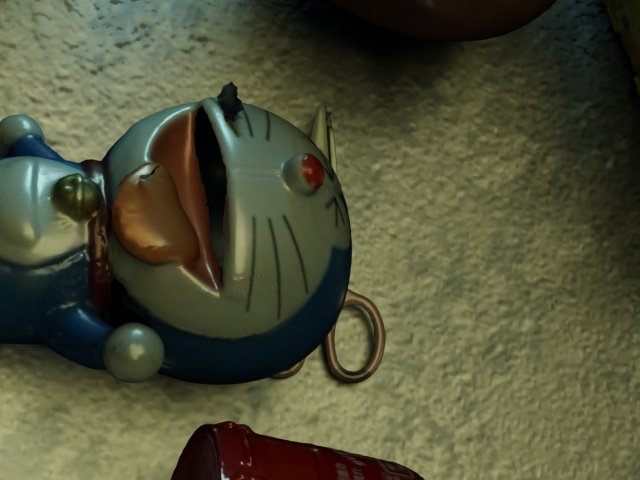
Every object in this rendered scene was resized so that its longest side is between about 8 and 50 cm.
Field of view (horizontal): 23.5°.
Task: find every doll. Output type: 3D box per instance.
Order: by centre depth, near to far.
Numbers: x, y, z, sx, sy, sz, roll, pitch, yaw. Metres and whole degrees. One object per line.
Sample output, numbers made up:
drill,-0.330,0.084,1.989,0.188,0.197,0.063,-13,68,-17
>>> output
doll,-0.110,-0.004,0.851,0.257,0.161,0.215,-5,50,-15

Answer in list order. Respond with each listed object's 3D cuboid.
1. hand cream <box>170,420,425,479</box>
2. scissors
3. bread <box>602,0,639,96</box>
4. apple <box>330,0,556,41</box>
hand cream,-0.022,0.197,0.797,0.125,0.193,0.193,13,71,-11
scissors,0.000,0.000,0.951,0.085,0.022,0.176,4,76,-9
bread,0.359,-0.142,0.982,0.315,0.248,0.279,-8,81,-5
apple,0.089,-0.270,0.924,0.235,0.306,0.305,46,65,-26
